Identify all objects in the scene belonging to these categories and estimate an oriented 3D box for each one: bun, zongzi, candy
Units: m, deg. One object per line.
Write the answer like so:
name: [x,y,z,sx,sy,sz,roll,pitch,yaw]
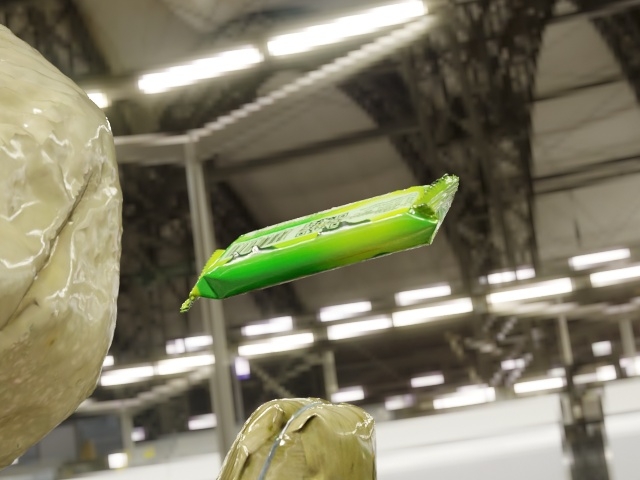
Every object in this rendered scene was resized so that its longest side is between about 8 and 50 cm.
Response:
bun: [-0.213,0.007,0.597,0.282,0.204,0.281,18,19,-7]
zongzi: [-0.074,0.208,0.983,0.256,0.228,0.115,-2,3,30]
candy: [0.000,0.001,1.006,0.178,0.032,0.102,-16,9,16]
